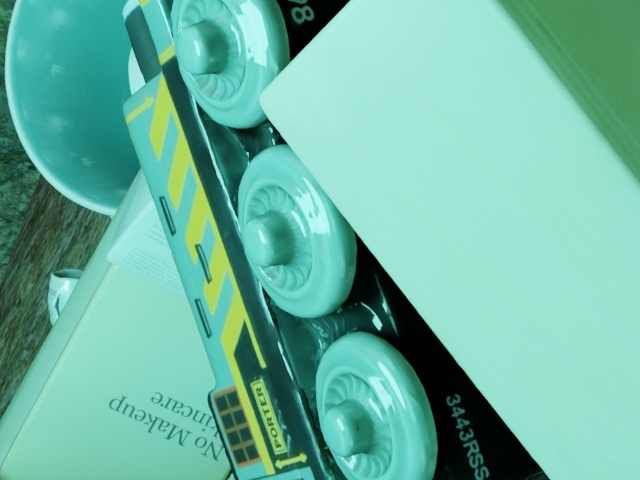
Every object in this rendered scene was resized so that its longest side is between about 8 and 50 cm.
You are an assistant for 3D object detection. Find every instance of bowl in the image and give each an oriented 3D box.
[{"bbox_3d":[-0.098,-0.157,1.410,0.311,0.311,0.163,-63,-29,3],"label":"bowl"}]

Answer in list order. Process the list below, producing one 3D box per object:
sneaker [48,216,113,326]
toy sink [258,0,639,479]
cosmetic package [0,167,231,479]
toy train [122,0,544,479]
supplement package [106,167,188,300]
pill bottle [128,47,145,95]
[{"bbox_3d":[-0.197,0.108,1.472,0.305,0.152,0.114,-65,17,-1],"label":"sneaker"},{"bbox_3d":[0.117,-0.024,0.628,0.131,0.234,0.153,-38,0,-32],"label":"toy sink"},{"bbox_3d":[-0.122,0.093,1.231,0.309,0.160,0.113,-60,16,16],"label":"cosmetic package"},{"bbox_3d":[0.000,0.000,0.771,0.190,0.142,0.334,-27,83,55],"label":"toy train"},{"bbox_3d":[0.020,-0.079,1.006,0.293,0.175,0.177,-44,23,51],"label":"supplement package"},{"bbox_3d":[-0.033,-0.136,1.214,0.208,0.117,0.117,-12,42,23],"label":"pill bottle"}]
